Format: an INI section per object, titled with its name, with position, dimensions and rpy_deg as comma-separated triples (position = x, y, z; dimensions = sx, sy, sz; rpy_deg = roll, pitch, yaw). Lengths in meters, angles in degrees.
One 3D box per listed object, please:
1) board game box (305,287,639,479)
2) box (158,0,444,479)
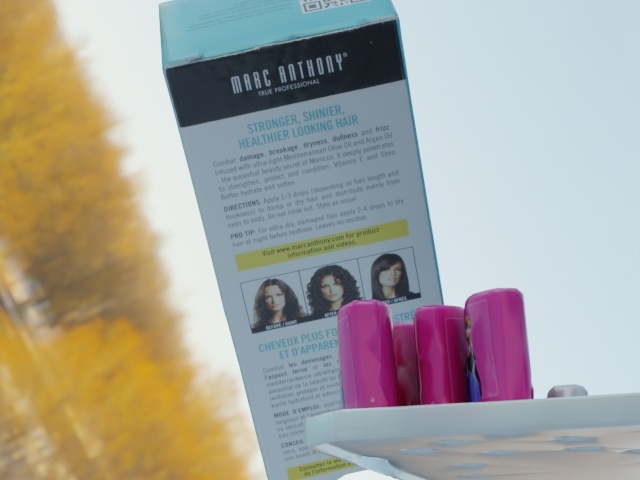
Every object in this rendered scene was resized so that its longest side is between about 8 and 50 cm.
[board game box]
position = 0.232, 0.063, 0.679
dimensions = 0.390, 0.389, 0.050
rpy_deg = 35, 52, -70
[box]
position = 0.000, 0.000, 0.811
dimensions = 0.060, 0.100, 0.244
rpy_deg = -104, -178, -55
